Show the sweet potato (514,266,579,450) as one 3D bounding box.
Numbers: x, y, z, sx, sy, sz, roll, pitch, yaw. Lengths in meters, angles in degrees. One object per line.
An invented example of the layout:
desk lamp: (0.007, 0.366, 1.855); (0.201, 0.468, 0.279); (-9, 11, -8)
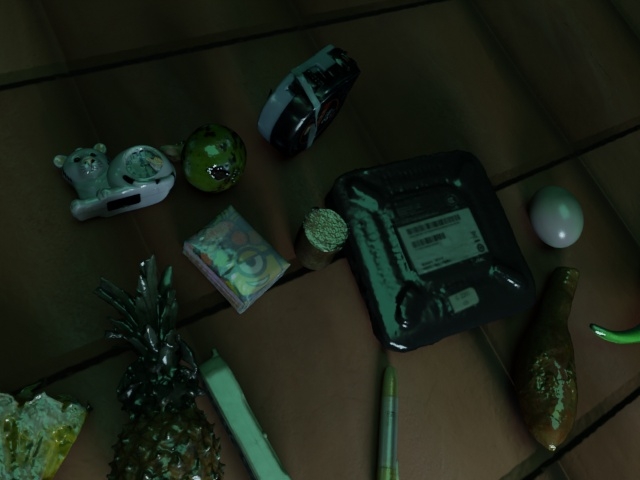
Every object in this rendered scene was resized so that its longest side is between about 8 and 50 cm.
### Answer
sweet potato: (0.426, 0.199, 1.029); (0.109, 0.109, 0.385); (25, 56, -8)

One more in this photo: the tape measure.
tape measure: (-0.032, -0.246, 1.010); (0.107, 0.182, 0.181); (44, 50, 6)

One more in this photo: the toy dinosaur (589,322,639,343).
toy dinosaur: (0.745, 0.043, 1.184); (0.500, 0.144, 0.374); (8, 61, -21)

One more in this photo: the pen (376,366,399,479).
pen: (0.114, 0.324, 0.902); (0.040, 0.032, 0.233); (26, 59, -34)

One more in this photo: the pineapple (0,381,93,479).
pineapple: (-0.408, 0.276, 0.695); (0.237, 0.114, 0.186); (-8, 71, -25)

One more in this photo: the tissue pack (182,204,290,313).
tissue pack: (-0.141, 0.030, 0.921); (0.148, 0.060, 0.109); (46, 60, 3)

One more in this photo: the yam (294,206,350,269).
yam: (-0.003, 0.000, 0.946); (0.084, 0.127, 0.084); (5, 69, -13)

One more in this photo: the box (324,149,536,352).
box: (0.213, 0.006, 1.039); (0.359, 0.091, 0.350); (-15, 73, -22)

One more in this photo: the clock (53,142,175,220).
clock: (-0.333, -0.113, 0.905); (0.176, 0.080, 0.117); (-19, 74, -23)

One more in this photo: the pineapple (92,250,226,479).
pineapple: (-0.223, 0.206, 0.763); (0.166, 0.165, 0.364); (-4, 67, -21)

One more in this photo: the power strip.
power strip: (-0.105, 0.292, 0.810); (0.048, 0.080, 0.285); (-25, 77, -25)

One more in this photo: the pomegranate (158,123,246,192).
pomegranate: (-0.202, -0.146, 0.954); (0.162, 0.122, 0.122); (15, 60, 18)

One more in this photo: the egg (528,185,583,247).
egg: (0.493, -0.050, 1.152); (0.103, 0.103, 0.134); (-8, 74, -22)
